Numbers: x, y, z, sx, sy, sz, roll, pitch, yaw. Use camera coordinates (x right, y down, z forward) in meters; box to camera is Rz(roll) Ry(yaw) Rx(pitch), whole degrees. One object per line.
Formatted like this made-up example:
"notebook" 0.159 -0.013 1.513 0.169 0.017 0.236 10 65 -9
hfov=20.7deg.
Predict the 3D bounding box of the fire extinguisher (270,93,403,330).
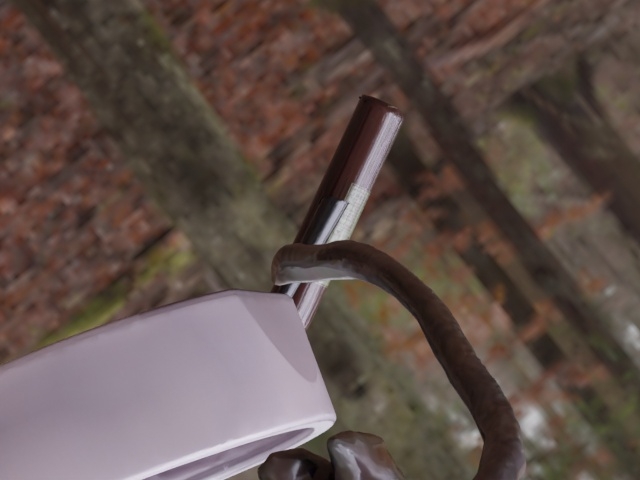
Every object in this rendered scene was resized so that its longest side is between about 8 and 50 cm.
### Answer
"fire extinguisher" 0.000 0.000 0.993 0.173 0.035 0.049 -65 -160 0

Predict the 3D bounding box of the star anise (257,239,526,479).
"star anise" 0.025 0.080 0.455 0.227 0.218 0.148 -27 135 -58

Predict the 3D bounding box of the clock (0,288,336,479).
"clock" -0.095 0.088 0.817 0.196 0.068 0.197 -20 170 -4
